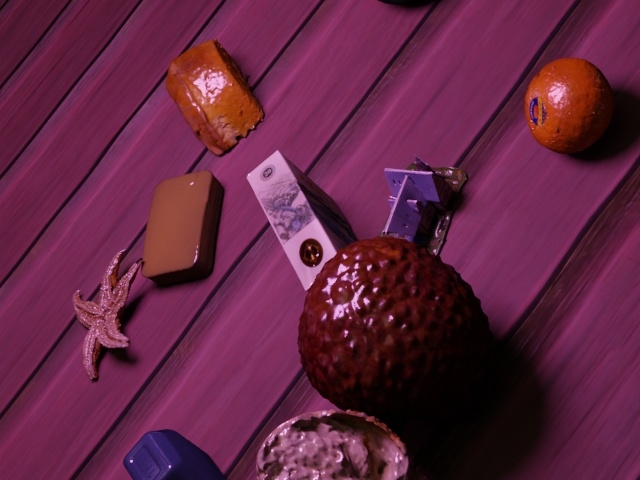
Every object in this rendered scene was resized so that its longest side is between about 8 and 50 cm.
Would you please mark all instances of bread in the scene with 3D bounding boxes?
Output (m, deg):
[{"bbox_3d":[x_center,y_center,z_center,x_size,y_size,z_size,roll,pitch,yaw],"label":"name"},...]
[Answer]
[{"bbox_3d":[-0.205,-0.286,1.828,0.143,0.139,0.229,-33,49,3],"label":"bread"},{"bbox_3d":[0.062,0.344,1.204,0.314,0.192,0.171,42,68,12],"label":"bread"}]

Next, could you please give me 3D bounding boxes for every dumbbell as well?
[{"bbox_3d":[-0.284,0.427,1.422,0.325,0.160,0.144,-49,16,-1],"label":"dumbbell"}]

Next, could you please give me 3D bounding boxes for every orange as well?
[{"bbox_3d":[0.350,-0.190,1.389,0.118,0.135,0.135,-18,44,-19],"label":"orange"}]

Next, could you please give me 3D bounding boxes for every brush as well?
[{"bbox_3d":[-0.239,-0.021,1.730,0.123,0.059,0.197,-10,58,26],"label":"brush"}]

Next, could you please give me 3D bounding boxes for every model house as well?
[{"bbox_3d":[0.133,-0.061,1.479,0.117,0.088,0.167,11,70,38],"label":"model house"}]

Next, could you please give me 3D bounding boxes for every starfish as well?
[{"bbox_3d":[-0.375,0.124,1.732,0.241,0.043,0.227,20,83,49],"label":"starfish"}]

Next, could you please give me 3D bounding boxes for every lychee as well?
[{"bbox_3d":[0.094,0.122,1.272,0.261,0.260,0.260,-17,54,25],"label":"lychee"}]

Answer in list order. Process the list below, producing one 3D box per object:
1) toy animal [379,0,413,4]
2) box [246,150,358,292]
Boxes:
[{"bbox_3d":[0.100,-0.552,1.740,0.216,0.191,0.338,-37,48,9],"label":"toy animal"},{"bbox_3d":[0.000,0.000,1.480,0.069,0.164,0.256,-39,48,11],"label":"box"}]
